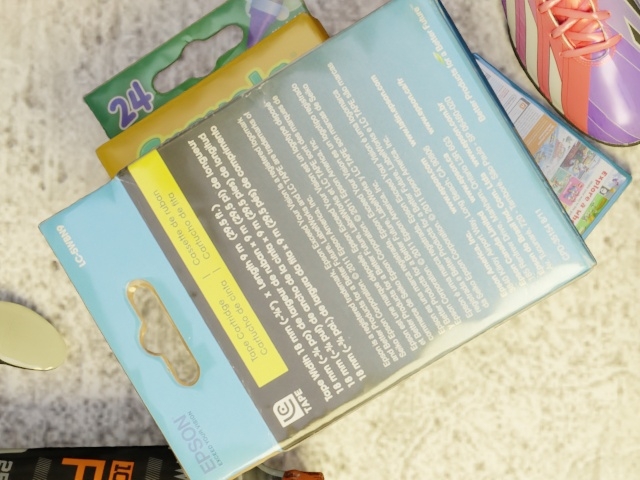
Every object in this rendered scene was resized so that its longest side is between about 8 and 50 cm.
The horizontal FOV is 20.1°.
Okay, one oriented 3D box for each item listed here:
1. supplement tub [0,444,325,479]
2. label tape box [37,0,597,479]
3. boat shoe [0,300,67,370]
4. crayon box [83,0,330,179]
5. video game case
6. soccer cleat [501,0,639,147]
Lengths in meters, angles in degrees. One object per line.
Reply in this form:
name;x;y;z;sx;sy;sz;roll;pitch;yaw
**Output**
supplement tub;-0.164;0.261;1.387;0.338;0.207;0.207;-2;90;2
label tape box;0.000;0.000;1.337;0.333;0.106;0.240;-31;89;8
boat shoe;-0.269;0.075;1.474;0.133;0.042;0.049;19;66;1
crayon box;-0.033;-0.034;1.435;0.203;0.083;0.323;-33;88;7
video game case;0.152;-0.056;1.468;0.166;0.015;0.119;39;91;2
soccer cleat;0.184;-0.220;1.415;0.108;0.116;0.318;-24;89;2
